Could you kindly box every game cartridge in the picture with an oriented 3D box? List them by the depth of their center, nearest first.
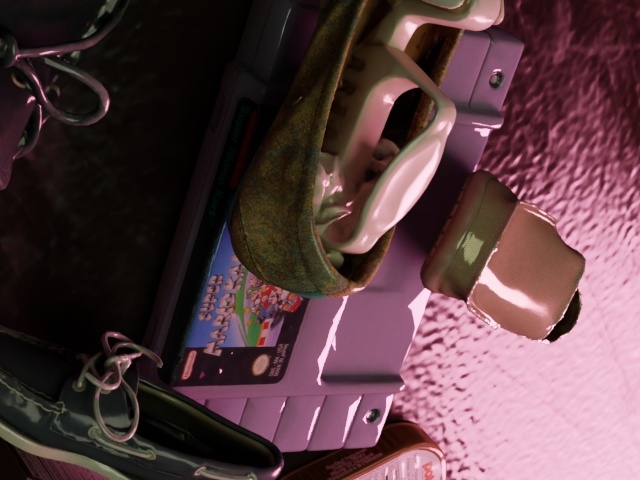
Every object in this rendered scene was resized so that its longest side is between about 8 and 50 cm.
[{"bbox_3d":[0.000,0.000,1.054,0.230,0.068,0.355,0,117,-41],"label":"game cartridge"}]

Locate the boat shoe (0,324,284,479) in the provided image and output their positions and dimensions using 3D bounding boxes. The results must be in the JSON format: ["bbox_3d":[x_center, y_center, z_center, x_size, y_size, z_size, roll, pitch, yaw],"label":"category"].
[{"bbox_3d":[-0.138,0.113,0.955,0.254,0.095,0.079,36,113,-20],"label":"boat shoe"}]

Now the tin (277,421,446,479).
[{"bbox_3d":[0.026,0.226,1.230,0.189,0.040,0.106,-23,133,-24],"label":"tin"}]

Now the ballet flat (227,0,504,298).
[{"bbox_3d":[0.051,-0.123,0.906,0.123,0.123,0.349,17,98,-42],"label":"ballet flat"}]

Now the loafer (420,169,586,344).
[{"bbox_3d":[0.150,0.020,1.089,0.102,0.092,0.268,-64,160,0],"label":"loafer"}]

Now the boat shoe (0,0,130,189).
[{"bbox_3d":[-0.207,-0.106,0.767,0.500,0.156,0.187,-48,132,-3],"label":"boat shoe"}]

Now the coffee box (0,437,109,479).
[{"bbox_3d":[-0.176,0.230,1.036,0.246,0.098,0.141,31,97,-44],"label":"coffee box"}]
